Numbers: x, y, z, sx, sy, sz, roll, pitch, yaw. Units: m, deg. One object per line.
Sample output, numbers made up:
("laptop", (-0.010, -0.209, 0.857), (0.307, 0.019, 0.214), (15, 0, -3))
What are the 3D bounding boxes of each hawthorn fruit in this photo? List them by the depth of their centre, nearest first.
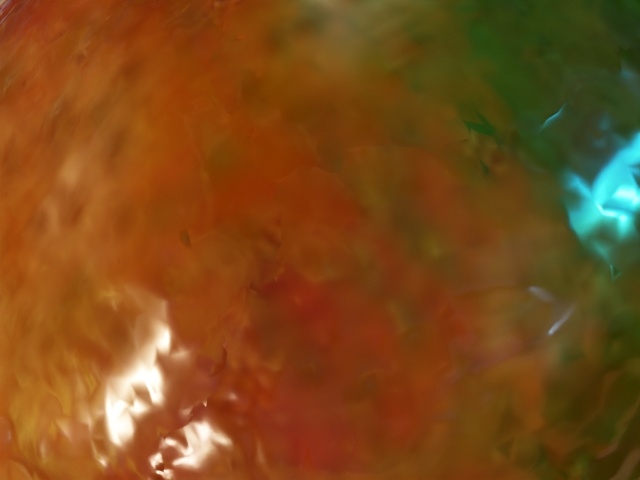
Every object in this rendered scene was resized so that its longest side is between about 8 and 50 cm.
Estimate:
("hawthorn fruit", (0.000, 0.000, 0.515), (0.403, 0.403, 0.403), (-19, 23, 8))
